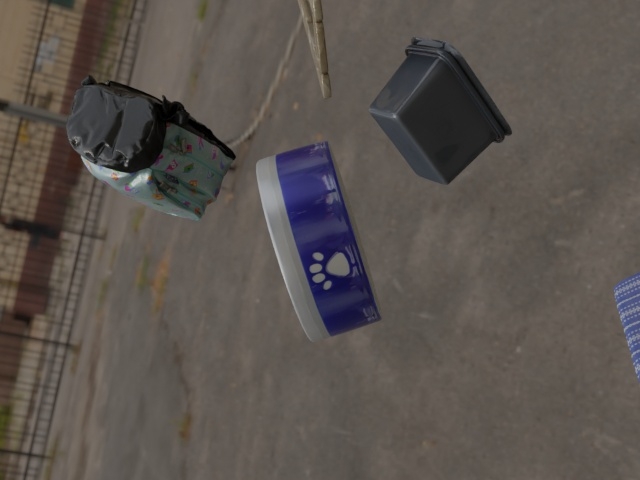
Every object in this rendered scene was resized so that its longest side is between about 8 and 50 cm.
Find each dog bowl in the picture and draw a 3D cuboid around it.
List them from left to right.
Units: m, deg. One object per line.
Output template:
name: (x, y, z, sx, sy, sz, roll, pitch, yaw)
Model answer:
dog bowl: (0.000, 0.000, 1.388, 0.265, 0.104, 0.265, -17, -90, -86)

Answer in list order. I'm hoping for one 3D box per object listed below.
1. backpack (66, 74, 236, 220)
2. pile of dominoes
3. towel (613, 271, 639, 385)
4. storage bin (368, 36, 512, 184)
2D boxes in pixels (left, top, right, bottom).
backpack: (-0.185, -0.097, 1.127, 0.152, 0.182, 0.115, 26, 87, 35)
pile of dominoes: (-0.004, -0.297, 1.046, 0.251, 0.040, 0.196, -103, 4, -47)
towel: (0.603, 0.119, 1.585, 0.243, 0.040, 0.336, -26, 23, 20)
storage bin: (0.113, -0.128, 1.031, 0.091, 0.135, 0.098, -47, 33, -11)
